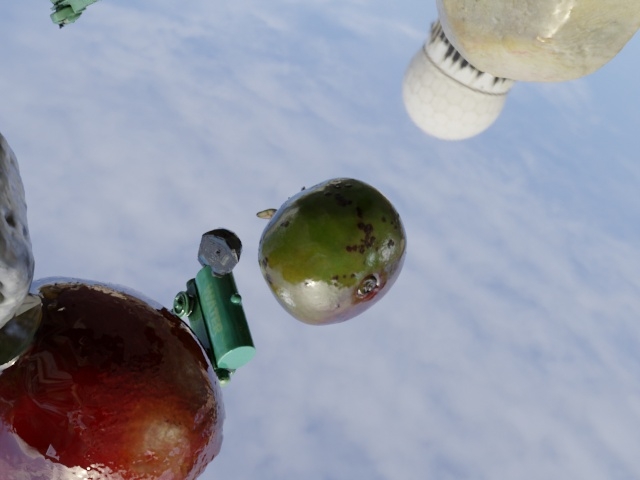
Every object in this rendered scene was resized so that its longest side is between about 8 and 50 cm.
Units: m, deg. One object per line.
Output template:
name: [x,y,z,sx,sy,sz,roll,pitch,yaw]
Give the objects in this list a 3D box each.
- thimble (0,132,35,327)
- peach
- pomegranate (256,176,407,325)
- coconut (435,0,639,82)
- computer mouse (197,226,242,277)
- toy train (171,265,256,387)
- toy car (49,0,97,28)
thimble: [-0.366,-0.005,0.596,0.217,0.245,0.157,6,-128,-33]
peach: [-0.348,0.216,1.027,0.406,0.310,0.335,21,-120,38]
pomegranate: [0.009,-0.010,1.345,0.291,0.290,0.323,-7,-121,-34]
coconut: [0.268,-0.307,0.830,0.259,0.259,0.259,16,-139,-14]
computer mouse: [-0.175,0.017,1.251,0.079,0.135,0.047,39,-132,0]
toy train: [-0.202,0.155,1.373,0.101,0.159,0.248,15,-140,-42]
toy car: [-0.239,-0.273,0.719,0.054,0.143,0.073,-46,-61,-43]
